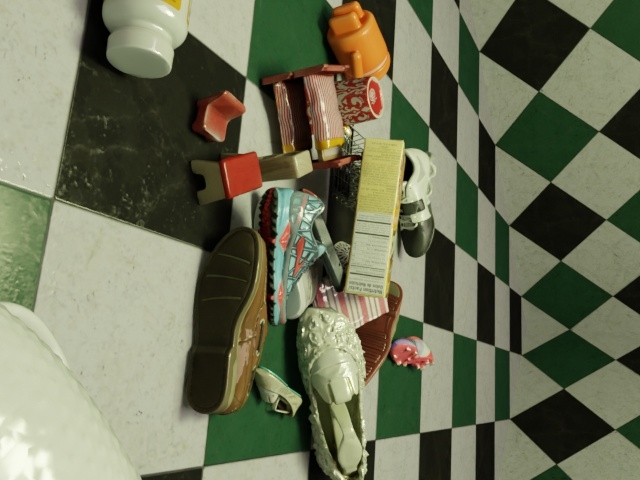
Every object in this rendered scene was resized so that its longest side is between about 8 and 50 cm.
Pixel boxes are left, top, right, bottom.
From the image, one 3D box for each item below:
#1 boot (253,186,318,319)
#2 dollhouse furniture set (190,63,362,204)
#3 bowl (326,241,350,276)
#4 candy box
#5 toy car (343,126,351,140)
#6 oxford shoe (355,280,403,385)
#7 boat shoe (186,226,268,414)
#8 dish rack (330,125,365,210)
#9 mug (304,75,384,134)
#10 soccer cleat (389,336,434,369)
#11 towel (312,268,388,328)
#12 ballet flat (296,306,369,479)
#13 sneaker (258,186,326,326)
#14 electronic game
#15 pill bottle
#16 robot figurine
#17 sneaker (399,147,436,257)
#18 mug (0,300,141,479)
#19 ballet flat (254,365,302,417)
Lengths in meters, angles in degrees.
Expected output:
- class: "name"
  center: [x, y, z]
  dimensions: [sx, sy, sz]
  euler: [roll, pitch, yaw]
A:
- class: "boot"
  center: [-0.063, 0.020, 1.143]
  dimensions: [0.123, 0.095, 0.259]
  euler: [-26, 114, -72]
- class: "dollhouse furniture set"
  center: [-0.074, -0.210, 1.059]
  dimensions: [0.374, 0.152, 0.202]
  euler: [-32, 114, -58]
- class: "bowl"
  center: [0.088, 0.086, 1.395]
  dimensions: [0.170, 0.080, 0.170]
  euler: [7, 82, -61]
- class: "candy box"
  center: [0.119, -0.039, 1.210]
  dimensions: [0.183, 0.087, 0.317]
  euler: [30, 67, -79]
- class: "toy car"
  center: [0.046, -0.221, 1.282]
  dimensions: [0.122, 0.060, 0.041]
  euler: [-45, 113, -29]
- class: "oxford shoe"
  center: [0.122, 0.260, 1.402]
  dimensions: [0.348, 0.122, 0.130]
  euler: [-54, 152, -37]
- class: "boat shoe"
  center: [-0.145, 0.134, 0.961]
  dimensions: [0.104, 0.110, 0.308]
  euler: [30, 71, -61]
- class: "dish rack"
  center: [0.085, -0.168, 1.428]
  dimensions: [0.271, 0.074, 0.209]
  euler: [26, 63, -55]
- class: "mug"
  center: [0.049, -0.321, 1.273]
  dimensions: [0.113, 0.169, 0.151]
  euler: [36, 57, -53]
- class: "soccer cleat"
  center: [0.264, 0.323, 1.707]
  dimensions: [0.248, 0.083, 0.095]
  euler: [31, 31, -50]
- class: "towel"
  center: [0.066, 0.132, 1.314]
  dimensions: [0.196, 0.029, 0.144]
  euler: [-21, 107, -28]
- class: "ballet flat"
  center: [0.043, 0.336, 1.186]
  dimensions: [0.147, 0.146, 0.410]
  euler: [-37, 122, -56]
- class: "sneaker"
  center: [-0.045, 0.036, 1.020]
  dimensions: [0.125, 0.104, 0.262]
  euler: [-2, 113, -22]
- class: "electronic game"
  center: [0.000, 0.000, 1.188]
  dimensions: [0.229, 0.048, 0.230]
  euler: [-21, 90, -89]
- class: "pill bottle"
  center: [-0.242, -0.345, 0.809]
  dimensions: [0.117, 0.117, 0.209]
  euler: [25, 66, -58]
- class: "robot figurine"
  center: [0.096, -0.477, 1.419]
  dimensions: [0.219, 0.128, 0.158]
  euler: [53, 0, -44]
- class: "sneaker"
  center: [0.259, -0.115, 1.709]
  dimensions: [0.146, 0.122, 0.331]
  euler: [7, 81, -42]
- class: "mug"
  center: [-0.317, 0.194, 0.514]
  dimensions: [0.374, 0.276, 0.328]
  euler: [-100, 170, -74]
- class: "ballet flat"
  center: [-0.083, 0.296, 1.095]
  dimensions: [0.168, 0.057, 0.052]
  euler: [52, 54, -45]
